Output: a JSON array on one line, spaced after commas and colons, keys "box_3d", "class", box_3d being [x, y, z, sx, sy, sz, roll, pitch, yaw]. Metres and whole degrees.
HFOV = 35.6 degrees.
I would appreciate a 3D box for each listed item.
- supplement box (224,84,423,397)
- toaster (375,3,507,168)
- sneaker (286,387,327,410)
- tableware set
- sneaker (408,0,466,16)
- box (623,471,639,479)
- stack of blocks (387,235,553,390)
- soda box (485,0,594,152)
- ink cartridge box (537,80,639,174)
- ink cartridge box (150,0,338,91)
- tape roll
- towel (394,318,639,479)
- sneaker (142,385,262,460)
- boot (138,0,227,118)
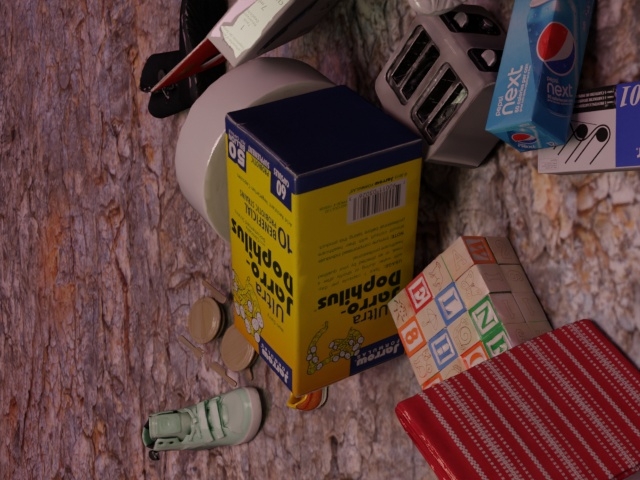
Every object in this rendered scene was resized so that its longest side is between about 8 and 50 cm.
[{"box_3d": [0.000, 0.000, 1.372, 0.194, 0.195, 0.356, 43, 142, 45], "class": "supplement box"}, {"box_3d": [0.174, -0.198, 1.310, 0.185, 0.110, 0.168, -55, 48, 36], "class": "toaster"}, {"box_3d": [-0.024, 0.184, 1.590, 0.064, 0.067, 0.175, -8, 81, 54], "class": "sneaker"}, {"box_3d": [-0.171, 0.170, 1.808, 0.194, 0.039, 0.128, 32, 102, 42], "class": "tableware set"}, {"box_3d": [0.174, -0.368, 1.295, 0.232, 0.090, 0.115, -57, 12, -23], "class": "sneaker"}, {"box_3d": [0.293, 0.358, 1.044, 0.058, 0.232, 0.322, 95, 155, -57], "class": "box"}, {"box_3d": [0.214, 0.162, 1.263, 0.171, 0.087, 0.297, -47, 54, 41], "class": "stack of blocks"}, {"box_3d": [0.262, -0.215, 1.177, 0.071, 0.067, 0.210, -6, 64, 52], "class": "soda box"}, {"box_3d": [0.342, -0.128, 1.141, 0.207, 0.046, 0.097, 1, 90, 53], "class": "ink cartridge box"}, {"box_3d": [-0.086, -0.311, 1.481, 0.066, 0.296, 0.261, 48, 119, -2], "class": "ink cartridge box"}, {"box_3d": [-0.068, -0.123, 1.483, 0.100, 0.286, 0.286, 42, 121, 44], "class": "tape roll"}, {"box_3d": [0.243, 0.203, 1.097, 0.199, 0.275, 0.031, 53, 156, 38], "class": "towel"}, {"box_3d": [-0.217, 0.327, 1.768, 0.256, 0.151, 0.094, -35, 60, 45], "class": "sneaker"}, {"box_3d": [-0.270, -0.360, 1.902, 0.207, 0.094, 0.246, 4, 98, 49], "class": "boot"}]
